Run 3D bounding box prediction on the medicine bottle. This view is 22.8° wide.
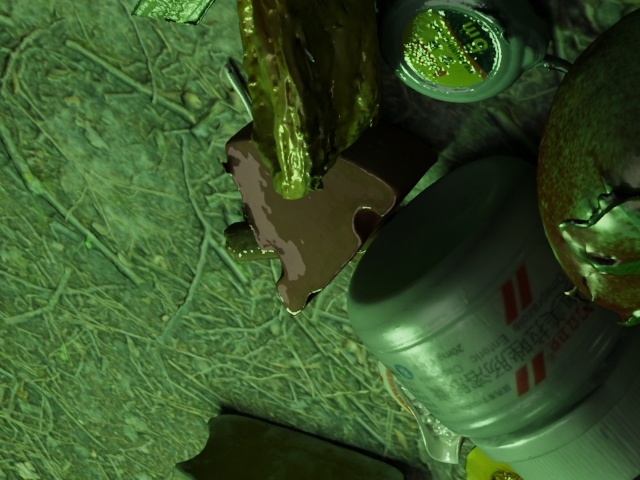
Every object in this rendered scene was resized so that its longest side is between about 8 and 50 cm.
[{"bbox_3d":[0.203,0.094,1.593,0.306,0.245,0.245,46,137,-17],"label":"medicine bottle"}]

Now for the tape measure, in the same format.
[{"bbox_3d":[0.181,-0.146,1.505,0.164,0.084,0.330,-16,126,41],"label":"tape measure"}]

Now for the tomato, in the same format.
[{"bbox_3d":[0.328,-0.067,1.347,0.303,0.239,0.303,4,146,3],"label":"tomato"}]

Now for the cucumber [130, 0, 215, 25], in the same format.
[{"bbox_3d":[-0.118,-0.283,1.576,0.070,0.046,0.220,33,141,-5],"label":"cucumber"}]

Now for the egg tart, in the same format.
[{"bbox_3d":[-0.009,-0.184,1.466,0.123,0.294,0.294,-8,134,-6],"label":"egg tart"}]

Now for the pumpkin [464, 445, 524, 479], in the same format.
[{"bbox_3d":[0.275,0.284,1.855,0.217,0.110,0.217,26,150,16],"label":"pumpkin"}]

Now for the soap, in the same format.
[{"bbox_3d":[-0.036,0.415,2.126,0.293,0.156,0.335,16,137,22],"label":"soap"}]

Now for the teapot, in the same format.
[{"bbox_3d":[0.138,0.135,1.779,0.159,0.116,0.246,12,139,40],"label":"teapot"}]

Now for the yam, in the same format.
[{"bbox_3d":[0.000,0.000,1.775,0.241,0.057,0.057,0,130,29],"label":"yam"}]

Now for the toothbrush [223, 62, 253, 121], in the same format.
[{"bbox_3d":[-0.069,-0.125,1.723,0.017,0.014,0.162,7,135,46],"label":"toothbrush"}]

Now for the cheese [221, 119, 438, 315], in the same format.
[{"bbox_3d":[0.025,-0.046,1.628,0.177,0.128,0.203,-13,105,31],"label":"cheese"}]
